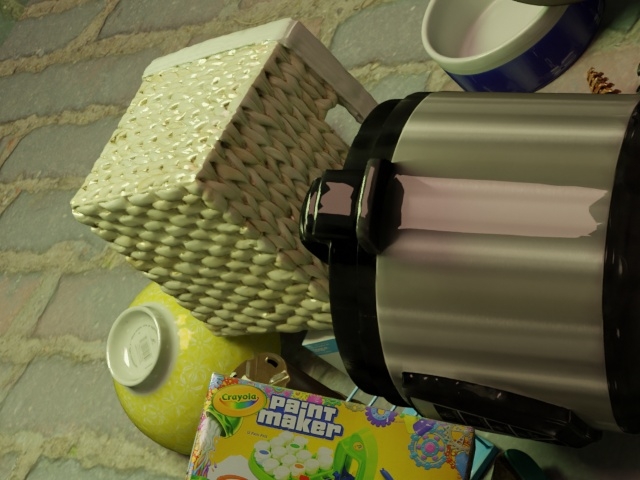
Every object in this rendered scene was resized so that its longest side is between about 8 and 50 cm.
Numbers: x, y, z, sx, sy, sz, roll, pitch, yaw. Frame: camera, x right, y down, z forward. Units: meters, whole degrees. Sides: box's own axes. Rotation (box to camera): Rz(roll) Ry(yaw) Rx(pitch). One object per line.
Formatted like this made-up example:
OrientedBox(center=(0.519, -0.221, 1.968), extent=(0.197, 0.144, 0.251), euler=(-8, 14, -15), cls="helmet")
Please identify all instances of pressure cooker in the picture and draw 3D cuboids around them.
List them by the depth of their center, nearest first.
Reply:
OrientedBox(center=(0.193, 0.016, 1.554), extent=(0.420, 0.370, 0.375), euler=(5, 34, 24), cls="pressure cooker")

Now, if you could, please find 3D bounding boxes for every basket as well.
OrientedBox(center=(-0.081, -0.065, 1.815), extent=(0.331, 0.328, 0.266), euler=(-8, 46, 50), cls="basket")

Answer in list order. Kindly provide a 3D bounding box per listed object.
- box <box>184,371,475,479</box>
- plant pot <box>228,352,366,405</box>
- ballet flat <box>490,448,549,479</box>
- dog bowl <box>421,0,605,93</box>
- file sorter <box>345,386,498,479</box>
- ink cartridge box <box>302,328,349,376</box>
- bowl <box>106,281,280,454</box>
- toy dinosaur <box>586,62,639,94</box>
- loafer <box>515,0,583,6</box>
OrientedBox(center=(0.002, 0.317, 1.532), extent=(0.290, 0.177, 0.279), euler=(12, 77, 10), cls="box")
OrientedBox(center=(-0.042, 0.239, 1.840), extent=(0.167, 0.165, 0.167), euler=(-29, 37, 26), cls="plant pot")
OrientedBox(center=(0.247, 0.313, 1.555), extent=(0.067, 0.073, 0.206), euler=(-68, 26, 20), cls="ballet flat")
OrientedBox(center=(0.286, -0.339, 2.104), extent=(0.265, 0.104, 0.265), euler=(-28, 39, 26), cls="dog bowl")
OrientedBox(center=(0.105, 0.249, 1.723), extent=(0.118, 0.104, 0.170), euler=(-54, 35, -8), cls="file sorter")
OrientedBox(center=(0.067, 0.130, 1.854), extent=(0.090, 0.143, 0.092), euler=(-17, 43, 50), cls="ink cartridge box")
OrientedBox(center=(-0.213, 0.163, 2.026), extent=(0.289, 0.156, 0.289), euler=(-12, 72, 39), cls="bowl")
OrientedBox(center=(0.429, -0.161, 1.747), extent=(0.322, 0.164, 0.218), euler=(36, 102, 35), cls="toy dinosaur")
OrientedBox(center=(0.392, -0.415, 1.917), extent=(0.366, 0.130, 0.134), euler=(-4, 58, 12), cls="loafer")
